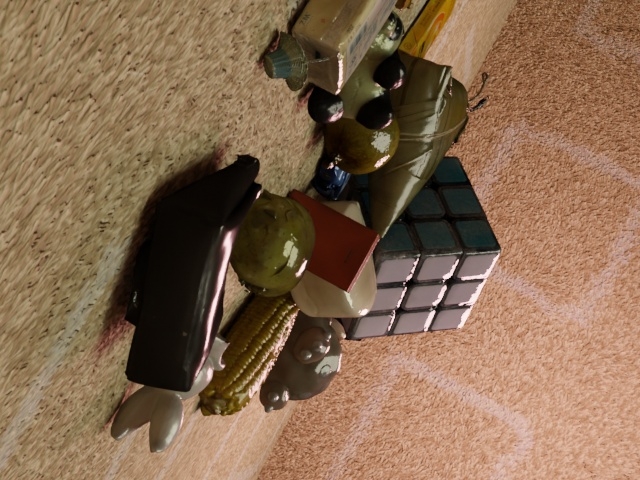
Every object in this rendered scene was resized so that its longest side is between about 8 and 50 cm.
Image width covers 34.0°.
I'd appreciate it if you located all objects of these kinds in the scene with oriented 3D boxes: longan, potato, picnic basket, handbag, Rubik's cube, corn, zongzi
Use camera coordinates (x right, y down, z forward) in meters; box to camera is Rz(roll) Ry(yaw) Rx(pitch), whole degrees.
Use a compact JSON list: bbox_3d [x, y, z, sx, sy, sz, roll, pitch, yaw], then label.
[{"bbox_3d":[0.067,-0.192,1.940,0.176,0.145,0.154,-42,120,-23],"label":"longan"},{"bbox_3d":[-0.084,0.009,1.715,0.248,0.143,0.169,116,0,-84],"label":"potato"},{"bbox_3d":[-0.038,-0.247,1.425,0.083,0.065,0.083,-22,114,-23],"label":"picnic basket"},{"bbox_3d":[-0.166,0.035,1.416,0.257,0.113,0.285,-57,164,-63],"label":"handbag"},{"bbox_3d":[0.186,0.015,2.369,0.303,0.301,0.305,108,-30,-44],"label":"Rubik's cube"},{"bbox_3d":[0.000,0.000,1.974,0.127,0.190,0.063,-60,169,-3],"label":"handbag"},{"bbox_3d":[-0.131,0.202,2.083,0.363,0.120,0.120,-58,170,-37],"label":"corn"},{"bbox_3d":[0.222,-0.201,2.310,0.447,0.181,0.418,2,100,-67],"label":"zongzi"}]

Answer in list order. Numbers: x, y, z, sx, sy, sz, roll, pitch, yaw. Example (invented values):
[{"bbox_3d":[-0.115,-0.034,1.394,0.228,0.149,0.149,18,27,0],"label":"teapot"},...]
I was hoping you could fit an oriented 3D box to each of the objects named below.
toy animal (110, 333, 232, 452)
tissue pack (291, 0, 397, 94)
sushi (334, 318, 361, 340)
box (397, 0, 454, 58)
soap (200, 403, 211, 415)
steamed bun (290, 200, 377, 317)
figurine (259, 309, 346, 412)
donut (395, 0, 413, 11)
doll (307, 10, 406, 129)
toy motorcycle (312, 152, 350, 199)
[{"bbox_3d":[-0.232,0.228,1.641,0.221,0.104,0.131,-60,172,-6],"label":"toy animal"},{"bbox_3d":[0.040,-0.332,1.519,0.196,0.092,0.148,-58,170,-16],"label":"tissue pack"},{"bbox_3d":[0.113,0.099,2.635,0.215,0.212,0.227,108,-17,-44],"label":"sushi"},{"bbox_3d":[0.239,-0.475,2.357,0.269,0.043,0.152,-59,171,-24],"label":"box"},{"bbox_3d":[-0.209,0.309,2.202,0.140,0.045,0.089,-65,167,20],"label":"soap"},{"bbox_3d":[0.016,0.046,2.097,0.164,0.146,0.241,-44,127,-56],"label":"steamed bun"},{"bbox_3d":[-0.051,0.226,2.425,0.248,0.203,0.380,-49,-170,21],"label":"figurine"},{"bbox_3d":[0.165,-0.497,1.693,0.259,0.101,0.152,-51,166,-45],"label":"donut"},{"bbox_3d":[0.062,-0.282,1.690,0.234,0.143,0.135,104,-7,-53],"label":"doll"},{"bbox_3d":[0.036,-0.154,2.112,0.114,0.076,0.205,-44,161,-41],"label":"toy motorcycle"}]
